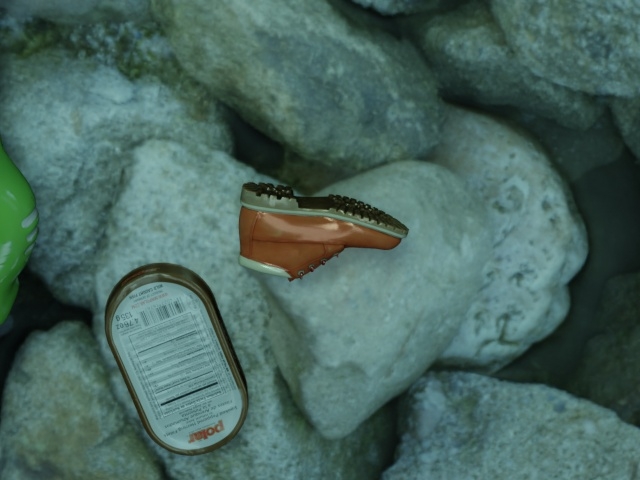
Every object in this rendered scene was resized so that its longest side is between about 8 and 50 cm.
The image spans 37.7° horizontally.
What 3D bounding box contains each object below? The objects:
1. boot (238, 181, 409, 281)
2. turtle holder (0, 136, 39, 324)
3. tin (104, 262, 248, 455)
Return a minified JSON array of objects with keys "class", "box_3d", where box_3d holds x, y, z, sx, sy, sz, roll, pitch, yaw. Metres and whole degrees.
[{"class":"boot","box_3d":[0.000,0.000,0.867,0.157,0.059,0.085,9,105,-3]},{"class":"turtle holder","box_3d":[-0.369,-0.077,0.712,0.227,0.243,0.320,-39,145,22]},{"class":"tin","box_3d":[-0.134,0.114,0.878,0.106,0.040,0.190,-20,106,-1]}]
